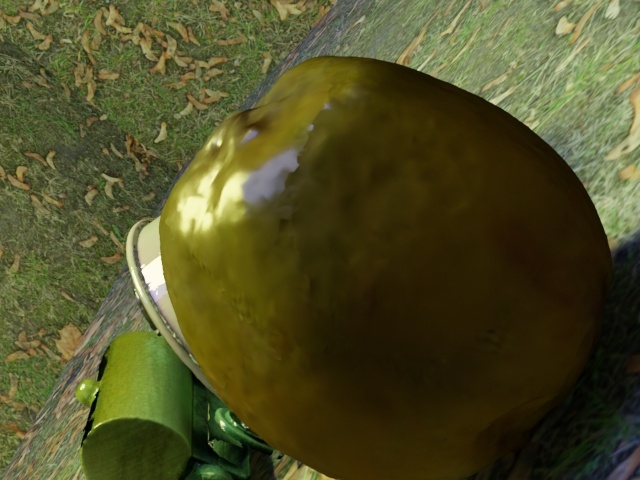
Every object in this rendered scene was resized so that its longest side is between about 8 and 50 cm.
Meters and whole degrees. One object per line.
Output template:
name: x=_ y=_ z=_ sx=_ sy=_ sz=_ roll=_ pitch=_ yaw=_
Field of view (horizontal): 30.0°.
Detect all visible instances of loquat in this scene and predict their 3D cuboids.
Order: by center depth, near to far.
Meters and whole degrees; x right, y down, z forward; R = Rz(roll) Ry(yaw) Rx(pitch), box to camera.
loquat: x=0.040 y=0.020 z=0.779 sx=0.276 sy=0.284 sz=0.276 roll=-46 pitch=9 yaw=10

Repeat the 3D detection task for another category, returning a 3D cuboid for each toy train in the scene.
toy train: x=-0.137 y=0.167 z=1.160 sx=0.126 sy=0.189 sz=0.307 roll=-52 pitch=12 yaw=7

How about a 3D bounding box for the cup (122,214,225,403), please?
cup: x=0.000 y=0.000 z=1.078 sx=0.274 sy=0.253 sz=0.253 roll=-41 pitch=16 yaw=15
